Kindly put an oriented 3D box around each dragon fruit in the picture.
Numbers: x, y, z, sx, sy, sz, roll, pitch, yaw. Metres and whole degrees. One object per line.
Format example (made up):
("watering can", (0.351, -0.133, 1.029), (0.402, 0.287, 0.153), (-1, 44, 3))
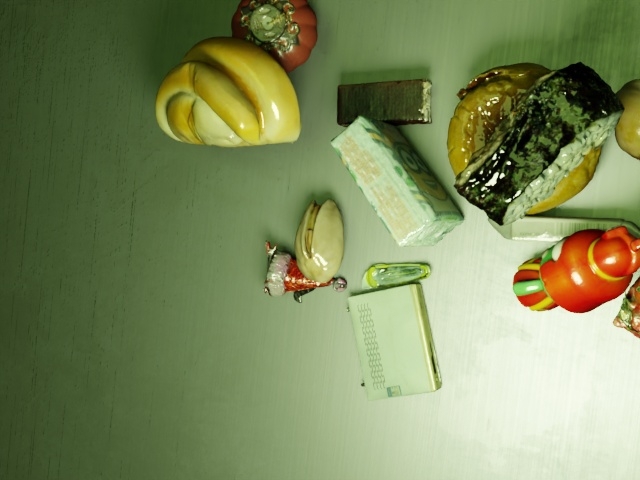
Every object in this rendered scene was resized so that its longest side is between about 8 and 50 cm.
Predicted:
("dragon fruit", (0.731, 0.095, 1.592), (0.200, 0.198, 0.269), (16, 103, -19))

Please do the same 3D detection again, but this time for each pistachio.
("pistachio", (0.699, -0.246, 1.644), (0.165, 0.131, 0.210), (117, 143, -57))
("pistachio", (0.000, 0.000, 1.959), (0.126, 0.152, 0.223), (-7, 72, 27))

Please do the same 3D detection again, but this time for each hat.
("hat", (-0.040, 0.090, 2.022), (0.228, 0.129, 0.140), (8, 77, 8))

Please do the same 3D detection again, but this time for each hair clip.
("hair clip", (0.189, 0.085, 1.937), (0.189, 0.033, 0.060), (-8, 85, 28))

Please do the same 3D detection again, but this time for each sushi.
("sushi", (0.435, -0.194, 1.558), (0.350, 0.211, 0.171), (-48, 70, 16))

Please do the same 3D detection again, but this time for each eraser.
("eraser", (0.554, -0.024, 1.733), (0.352, 0.089, 0.061), (2, 94, 26))

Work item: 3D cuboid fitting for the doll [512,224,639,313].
("doll", (0.552, 0.064, 1.613), (0.363, 0.183, 0.160), (135, 125, -59))

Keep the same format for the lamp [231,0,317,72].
("lamp", (-0.118, -0.540, 1.992), (0.227, 0.227, 0.226), (0, 90, 25))

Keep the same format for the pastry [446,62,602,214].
("pastry", (0.453, -0.227, 1.742), (0.356, 0.164, 0.355), (1, 93, 22))

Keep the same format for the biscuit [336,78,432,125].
("biscuit", (0.163, -0.342, 1.929), (0.252, 0.070, 0.106), (0, 91, 26))

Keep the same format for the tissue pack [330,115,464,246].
("tissue pack", (0.184, -0.138, 1.833), (0.128, 0.228, 0.310), (-40, 73, 21))

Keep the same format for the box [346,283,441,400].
("box", (0.179, 0.255, 1.935), (0.211, 0.045, 0.270), (-15, 84, 25))

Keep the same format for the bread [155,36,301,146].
("bread", (-0.239, -0.331, 1.964), (0.424, 0.329, 0.245), (12, 58, 48))
